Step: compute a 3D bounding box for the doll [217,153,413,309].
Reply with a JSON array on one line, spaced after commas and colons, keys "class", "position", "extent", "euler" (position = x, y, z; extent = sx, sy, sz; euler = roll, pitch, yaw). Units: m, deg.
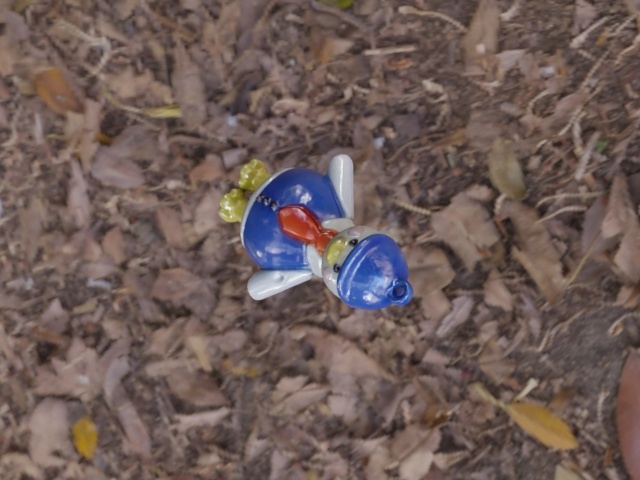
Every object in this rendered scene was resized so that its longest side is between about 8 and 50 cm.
[{"class": "doll", "position": [0.000, 0.000, 0.623], "extent": [0.143, 0.057, 0.099], "euler": [34, 88, 38]}]
